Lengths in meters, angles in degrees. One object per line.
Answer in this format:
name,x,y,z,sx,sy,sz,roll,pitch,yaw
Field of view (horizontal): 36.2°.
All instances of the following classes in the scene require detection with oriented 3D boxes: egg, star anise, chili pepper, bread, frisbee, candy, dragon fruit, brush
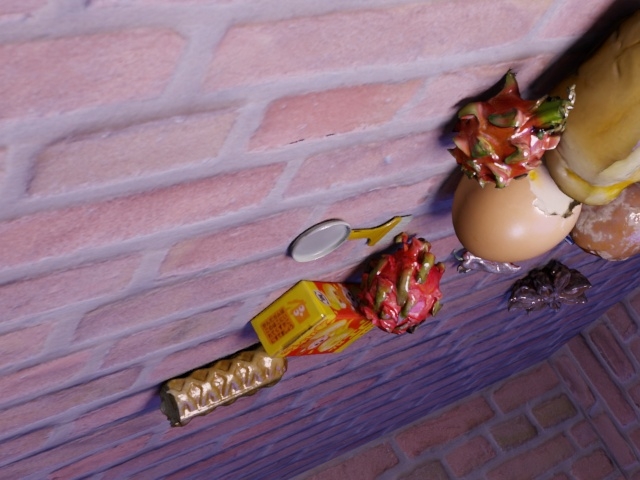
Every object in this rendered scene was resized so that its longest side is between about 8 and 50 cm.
egg,0.326,-0.060,1.669,0.201,0.201,0.244,-14,158,-40
star anise,0.639,0.129,2.750,0.223,0.109,0.236,20,145,-38
chili pepper,0.358,0.045,2.129,0.153,0.041,0.050,8,145,-10
bread,0.481,-0.213,1.503,0.300,0.210,0.341,-10,150,-44
frisbee,0.000,0.000,1.598,0.110,0.014,0.110,-24,157,-11
egg,0.658,-0.048,2.195,0.195,0.195,0.233,-21,-171,-26
candy,0.003,0.151,1.874,0.146,0.088,0.276,-41,158,22
dragon fruit,0.283,-0.168,1.437,0.135,0.137,0.236,-36,169,-37
dragon fruit,0.159,0.082,1.833,0.172,0.160,0.166,-51,173,18
brush,0.079,-0.013,1.702,0.205,0.011,0.083,-6,149,-50
bread,-0.183,0.275,1.903,0.269,0.098,0.087,-20,-160,-29

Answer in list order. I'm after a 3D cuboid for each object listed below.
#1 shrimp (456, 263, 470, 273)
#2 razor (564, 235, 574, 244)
shrimp,0.422,0.000,2.178,0.254,0.059,0.145,-25,157,-18
razor,0.524,-0.012,2.260,0.154,0.044,0.028,0,-122,62
